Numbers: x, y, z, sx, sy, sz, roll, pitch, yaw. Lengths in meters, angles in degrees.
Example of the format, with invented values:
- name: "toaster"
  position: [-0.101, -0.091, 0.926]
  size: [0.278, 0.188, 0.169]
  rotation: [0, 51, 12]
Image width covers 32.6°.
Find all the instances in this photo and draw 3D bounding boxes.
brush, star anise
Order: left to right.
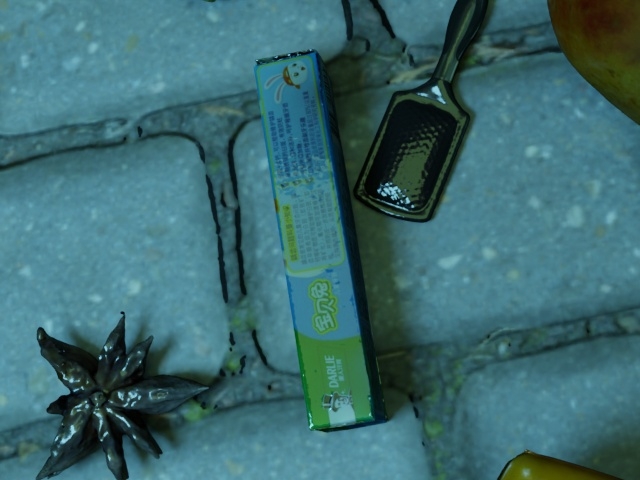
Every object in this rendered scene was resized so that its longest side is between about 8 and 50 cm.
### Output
- name: "star anise"
  position: [-0.141, 0.111, 0.784]
  size: [0.129, 0.056, 0.124]
  rotation: [-5, 78, 8]
- name: "brush"
  position: [0.085, -0.108, 0.815]
  size: [0.062, 0.016, 0.194]
  rotation: [21, 83, 11]

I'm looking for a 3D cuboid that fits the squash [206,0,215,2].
- name: "squash"
  position: [-0.155, -0.261, 0.850]
  size: [0.250, 0.083, 0.083]
  rotation: [33, 85, 11]

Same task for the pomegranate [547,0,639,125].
- name: "pomegranate"
  position: [0.272, -0.192, 0.703]
  size: [0.229, 0.270, 0.252]
  rotation: [30, 117, -12]

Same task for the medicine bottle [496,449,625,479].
- name: "medicine bottle"
  position: [0.161, 0.197, 0.638]
  size: [0.149, 0.222, 0.112]
  rotation: [19, 82, 12]

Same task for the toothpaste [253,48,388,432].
- name: "toothpaste"
  position: [0.000, 0.000, 0.781]
  size: [0.050, 0.065, 0.267]
  rotation: [-10, 78, 6]
